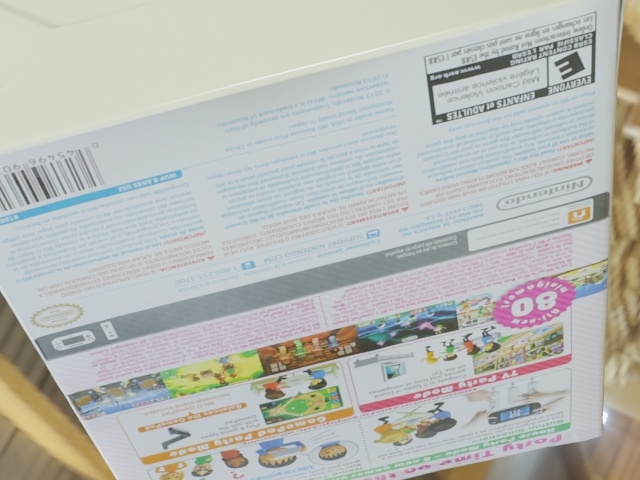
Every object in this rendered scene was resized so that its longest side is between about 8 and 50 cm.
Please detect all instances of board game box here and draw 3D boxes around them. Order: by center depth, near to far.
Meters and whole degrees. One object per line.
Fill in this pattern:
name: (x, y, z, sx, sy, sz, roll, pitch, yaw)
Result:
board game box: (0.000, 0.000, 0.578, 0.303, 0.224, 0.097, 77, 179, -54)
